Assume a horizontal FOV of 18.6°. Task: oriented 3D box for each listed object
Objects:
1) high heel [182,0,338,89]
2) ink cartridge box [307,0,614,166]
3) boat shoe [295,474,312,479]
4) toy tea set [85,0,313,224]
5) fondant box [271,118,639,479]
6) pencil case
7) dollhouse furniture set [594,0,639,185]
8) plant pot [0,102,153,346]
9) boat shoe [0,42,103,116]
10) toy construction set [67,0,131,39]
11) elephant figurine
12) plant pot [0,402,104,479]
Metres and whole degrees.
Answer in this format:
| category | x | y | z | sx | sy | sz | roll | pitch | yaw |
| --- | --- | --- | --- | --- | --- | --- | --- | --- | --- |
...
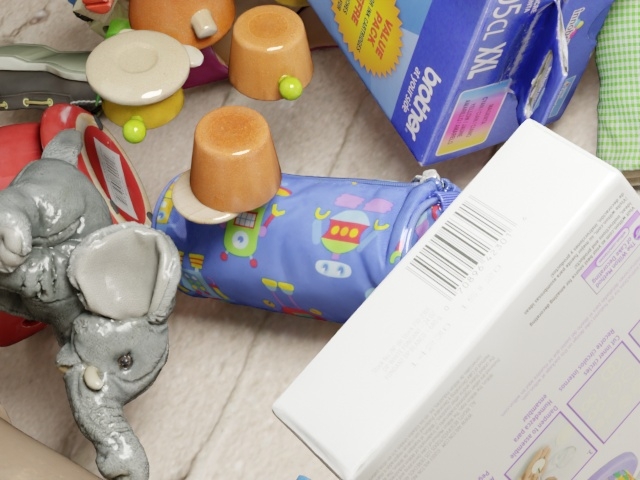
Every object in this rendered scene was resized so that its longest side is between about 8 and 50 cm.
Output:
| category | x | y | z | sx | sy | sz | roll | pitch | yaw |
| --- | --- | --- | --- | --- | --- | --- | --- | --- | --- |
| high heel | -0.014 | -0.193 | 1.785 | 0.377 | 0.127 | 0.181 | -29 | 50 | 22 |
| ink cartridge box | 0.100 | -0.251 | 1.527 | 0.151 | 0.270 | 0.395 | -21 | 62 | -27 |
| boat shoe | 0.036 | 0.257 | 1.386 | 0.089 | 0.109 | 0.258 | -51 | 40 | -2 |
| toy tea set | -0.090 | -0.140 | 1.661 | 0.200 | 0.124 | 0.336 | 7 | 49 | 8 |
| fondant box | 0.155 | 0.118 | 1.232 | 0.238 | 0.330 | 0.096 | -48 | 40 | -4 |
| pencil case | 0.000 | 0.000 | 1.608 | 0.306 | 0.119 | 0.133 | 7 | 89 | 41 |
| dollhouse furniture set | 0.303 | -0.158 | 1.425 | 0.301 | 0.151 | 0.197 | -6 | 78 | 35 |
| plant pot | -0.260 | -0.022 | 1.784 | 0.174 | 0.191 | 0.191 | -28 | 44 | 14 |
| boat shoe | -0.255 | -0.155 | 1.982 | 0.228 | 0.068 | 0.081 | 11 | 23 | 37 |
| toy construction set | -0.153 | -0.309 | 1.946 | 0.215 | 0.151 | 0.327 | -25 | 26 | 47 |
| elephant figurine | -0.185 | 0.057 | 1.623 | 0.186 | 0.239 | 0.169 | -54 | 0 | 13 |
| plant pot | -0.265 | 0.249 | 1.547 | 0.229 | 0.263 | 0.263 | 13 | 65 | 25 |
